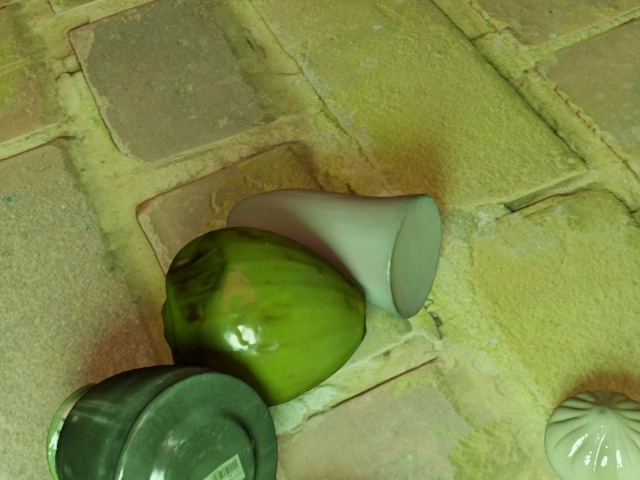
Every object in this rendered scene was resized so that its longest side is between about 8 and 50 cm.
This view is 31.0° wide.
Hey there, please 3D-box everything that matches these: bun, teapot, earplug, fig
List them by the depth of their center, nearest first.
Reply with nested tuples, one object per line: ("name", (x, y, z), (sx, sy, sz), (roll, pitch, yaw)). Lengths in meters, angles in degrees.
("teapot", (-0.206, 0.296, 1.362), (0.239, 0.321, 0.240), (7, 10, 44))
("bun", (0.336, 0.230, 1.381), (0.138, 0.094, 0.138), (-8, 45, 8))
("fig", (-0.069, 0.097, 1.490), (0.271, 0.239, 0.239), (-3, 45, -16))
("earplug", (0.000, 0.000, 1.623), (0.301, 0.172, 0.172), (10, 50, 28))
